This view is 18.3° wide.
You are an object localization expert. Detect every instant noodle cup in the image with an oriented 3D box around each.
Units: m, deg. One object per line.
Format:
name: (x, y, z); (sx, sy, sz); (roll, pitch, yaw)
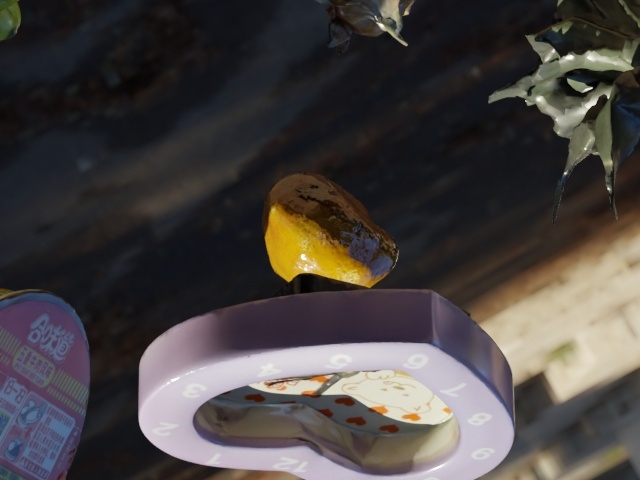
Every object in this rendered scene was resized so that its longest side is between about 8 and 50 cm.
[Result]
instant noodle cup: (-0.266, 0.082, 1.093); (0.193, 0.212, 0.193); (-46, 147, -42)

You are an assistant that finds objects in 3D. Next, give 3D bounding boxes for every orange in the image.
orange: (0.000, 0.000, 1.133); (0.062, 0.086, 0.086); (-47, 167, 3)

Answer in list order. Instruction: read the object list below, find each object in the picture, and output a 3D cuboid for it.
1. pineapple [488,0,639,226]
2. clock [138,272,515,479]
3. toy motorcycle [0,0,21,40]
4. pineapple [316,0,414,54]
pineapple: (0.142, -0.039, 0.623); (0.125, 0.125, 0.251); (-25, -154, -18)
clock: (0.013, 0.064, 1.011); (0.198, 0.064, 0.172); (13, 145, -23)
toy motorcycle: (-0.284, -0.211, 1.081); (0.206, 0.342, 0.142); (-12, -132, 49)
pineapple: (0.034, -0.285, 1.053); (0.161, 0.334, 0.158); (-7, 169, 19)
